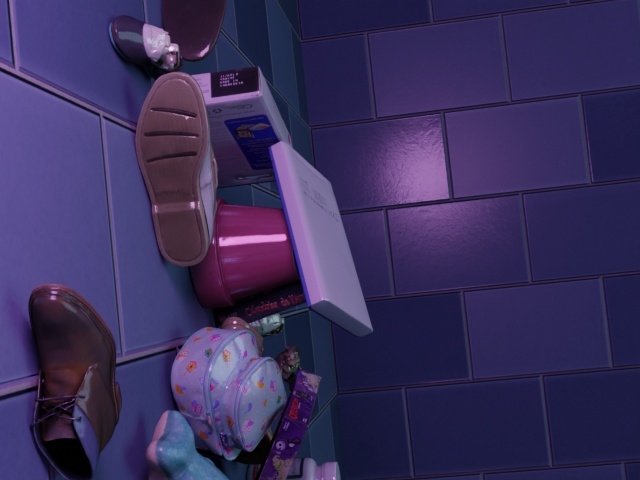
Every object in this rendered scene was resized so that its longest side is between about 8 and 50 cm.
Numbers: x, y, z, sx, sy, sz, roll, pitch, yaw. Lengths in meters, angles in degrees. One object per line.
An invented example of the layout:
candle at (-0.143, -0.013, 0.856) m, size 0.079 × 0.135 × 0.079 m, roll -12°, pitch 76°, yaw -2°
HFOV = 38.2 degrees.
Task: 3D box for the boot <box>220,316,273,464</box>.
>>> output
boot at (-0.141, 0.287, 1.734) m, size 0.262 × 0.095 × 0.203 m, roll 72°, pitch 12°, yaw -49°

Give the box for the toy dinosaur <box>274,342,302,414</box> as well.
toy dinosaur at (-0.079, 0.276, 1.783) m, size 0.268 × 0.064 × 0.118 m, roll -38°, pitch -112°, yaw 57°

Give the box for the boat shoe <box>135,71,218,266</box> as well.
boat shoe at (-0.217, -0.117, 1.431) m, size 0.103 × 0.113 × 0.302 m, roll -82°, pitch 174°, yaw -68°

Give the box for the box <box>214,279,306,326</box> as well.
box at (-0.084, 0.077, 1.774) m, size 0.044 × 0.233 × 0.159 m, roll 60°, pitch 18°, yaw -28°

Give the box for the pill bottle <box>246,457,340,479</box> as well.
pill bottle at (-0.052, 0.498, 1.877) m, size 0.108 × 0.180 × 0.108 m, roll -6°, pitch 90°, yaw -83°

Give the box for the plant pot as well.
plant pot at (-0.130, 0.017, 1.680) m, size 0.201 × 0.180 × 0.201 m, roll -6°, pitch 90°, yaw -84°

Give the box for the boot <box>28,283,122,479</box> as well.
boot at (-0.256, 0.153, 0.957) m, size 0.106 × 0.082 × 0.219 m, roll -91°, pitch 174°, yaw -51°

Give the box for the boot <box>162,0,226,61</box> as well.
boot at (-0.224, -0.435, 1.666) m, size 0.115 × 0.112 × 0.305 m, roll 93°, pitch -8°, yaw -65°

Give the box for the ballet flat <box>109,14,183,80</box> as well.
ballet flat at (-0.255, -0.295, 1.403) m, size 0.203 × 0.074 × 0.074 m, roll 38°, pitch 47°, yaw -80°

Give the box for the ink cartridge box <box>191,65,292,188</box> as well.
ink cartridge box at (-0.155, -0.193, 1.673) m, size 0.371 × 0.176 × 0.069 m, roll 66°, pitch 19°, yaw -68°

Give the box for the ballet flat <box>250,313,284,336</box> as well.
ballet flat at (-0.120, 0.178, 2.020) m, size 0.221 × 0.079 × 0.077 m, roll 43°, pitch 41°, yaw -79°

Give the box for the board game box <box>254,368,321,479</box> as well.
board game box at (-0.089, 0.412, 1.578) m, size 0.208 × 0.056 × 0.347 m, roll -50°, pitch 163°, yaw -75°

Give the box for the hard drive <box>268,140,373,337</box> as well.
hard drive at (0.000, 0.000, 1.657) m, size 0.210 × 0.040 × 0.318 m, roll 38°, pitch 32°, yaw -57°

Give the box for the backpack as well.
backpack at (-0.147, 0.233, 1.459) m, size 0.166 × 0.144 × 0.188 m, roll -47°, pitch 126°, yaw -46°

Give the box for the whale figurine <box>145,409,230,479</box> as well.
whale figurine at (-0.162, 0.367, 1.277) m, size 0.216 × 0.141 × 0.272 m, roll -77°, pitch 159°, yaw -68°
